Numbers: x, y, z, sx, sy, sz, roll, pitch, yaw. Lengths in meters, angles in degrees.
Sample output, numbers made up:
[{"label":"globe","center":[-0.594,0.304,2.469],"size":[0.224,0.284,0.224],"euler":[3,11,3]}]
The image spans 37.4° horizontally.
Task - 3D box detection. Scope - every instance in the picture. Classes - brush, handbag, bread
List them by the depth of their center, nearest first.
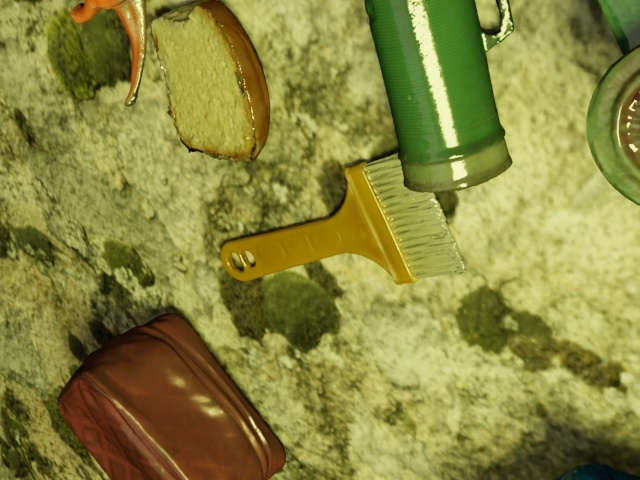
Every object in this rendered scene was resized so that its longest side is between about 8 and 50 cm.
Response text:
[{"label":"bread","center":[-0.086,-0.130,0.765],"size":[0.126,0.044,0.129],"euler":[12,125,47]},{"label":"brush","center":[0.000,0.000,0.786],"size":[0.272,0.013,0.103],"euler":[-15,104,47]},{"label":"handbag","center":[-0.150,0.192,0.958],"size":[0.225,0.135,0.146],"euler":[50,137,1]}]

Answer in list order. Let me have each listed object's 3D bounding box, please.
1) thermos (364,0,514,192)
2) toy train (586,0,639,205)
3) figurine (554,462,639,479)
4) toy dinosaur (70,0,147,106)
[{"label":"thermos","center":[0.070,-0.129,0.595],"size":[0.083,0.073,0.187],"euler":[2,115,44]},{"label":"toy train","center":[0.205,-0.149,0.418],"size":[0.222,0.150,0.304],"euler":[-24,96,37]},{"label":"figurine","center":[0.218,0.212,0.650],"size":[0.262,0.120,0.164],"euler":[-20,107,30]},{"label":"toy dinosaur","center":[-0.182,-0.251,0.773],"size":[0.101,0.055,0.279],"euler":[-7,108,35]}]
